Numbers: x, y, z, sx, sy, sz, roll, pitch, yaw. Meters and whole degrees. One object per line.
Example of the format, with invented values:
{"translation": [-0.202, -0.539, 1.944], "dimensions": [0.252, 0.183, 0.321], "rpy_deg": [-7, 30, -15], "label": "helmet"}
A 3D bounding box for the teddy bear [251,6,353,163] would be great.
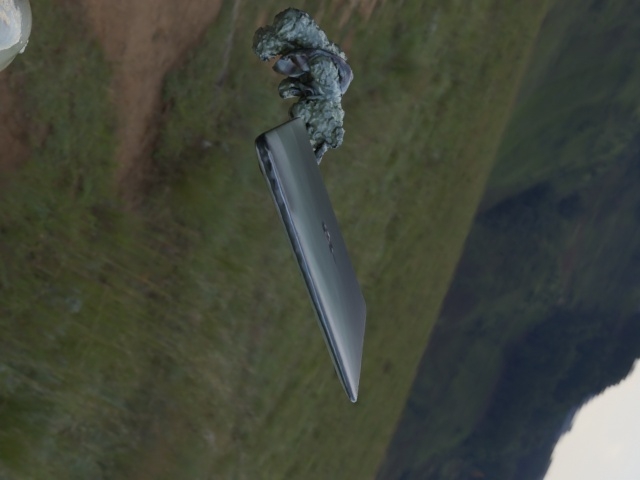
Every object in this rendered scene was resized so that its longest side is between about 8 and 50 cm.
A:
{"translation": [-0.007, -0.215, 1.371], "dimensions": [0.111, 0.213, 0.133], "rpy_deg": [-24, -170, -25], "label": "teddy bear"}

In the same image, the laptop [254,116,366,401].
{"translation": [0.000, 0.000, 0.764], "dimensions": [0.269, 0.015, 0.188], "rpy_deg": [-68, 138, -80], "label": "laptop"}

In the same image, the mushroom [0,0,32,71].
{"translation": [-0.590, -0.313, 1.398], "dimensions": [0.356, 0.315, 0.315], "rpy_deg": [-52, 163, -49], "label": "mushroom"}
